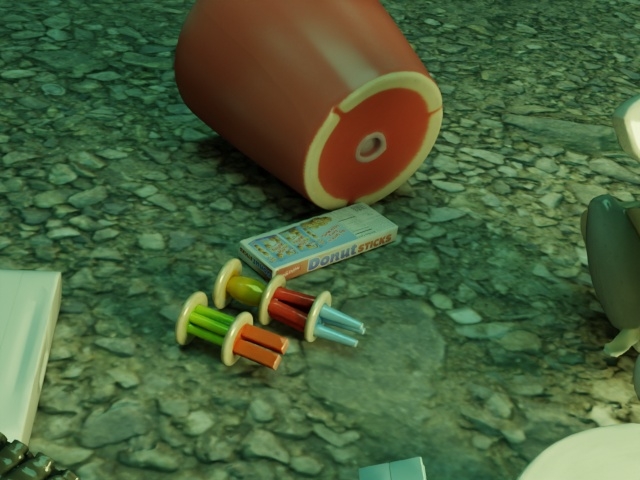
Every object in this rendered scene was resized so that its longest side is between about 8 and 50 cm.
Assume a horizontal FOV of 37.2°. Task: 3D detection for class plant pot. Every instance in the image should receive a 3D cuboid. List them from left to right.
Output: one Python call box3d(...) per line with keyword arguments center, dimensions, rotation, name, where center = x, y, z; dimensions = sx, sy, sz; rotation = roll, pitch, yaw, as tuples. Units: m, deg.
box3d(center=(-0.001, -0.181, 1.143), dimensions=(0.274, 0.275, 0.243), rotation=(-15, 49, -32), name="plant pot")

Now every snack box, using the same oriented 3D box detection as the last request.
box3d(center=(0.000, 0.000, 1.052), dimensions=(0.178, 0.022, 0.064), rotation=(-19, 42, -35), name="snack box")

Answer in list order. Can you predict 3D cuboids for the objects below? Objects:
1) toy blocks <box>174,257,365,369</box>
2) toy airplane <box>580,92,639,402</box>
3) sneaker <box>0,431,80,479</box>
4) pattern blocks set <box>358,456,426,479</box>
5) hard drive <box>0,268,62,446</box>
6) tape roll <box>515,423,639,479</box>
box3d(center=(-0.042, 0.080, 0.889), dimensions=(0.148, 0.054, 0.123), rotation=(19, 33, 17), name="toy blocks")
box3d(center=(0.355, 0.033, 0.789), dimensions=(0.272, 0.386, 0.384), rotation=(-45, 61, -5), name="toy airplane")
box3d(center=(-0.307, 0.162, 0.608), dimensions=(0.343, 0.134, 0.146), rotation=(22, 62, 11), name="sneaker")
box3d(center=(0.000, 0.269, 0.536), dimensions=(0.285, 0.026, 0.325), rotation=(-18, 37, -1), name="pattern blocks set")
box3d(center=(-0.411, 0.097, 0.791), dimensions=(0.352, 0.047, 0.233), rotation=(3, 33, -8), name="hard drive")
box3d(center=(0.249, 0.255, 0.634), dimensions=(0.286, 0.100, 0.286), rotation=(6, 33, -4), name="tape roll")
